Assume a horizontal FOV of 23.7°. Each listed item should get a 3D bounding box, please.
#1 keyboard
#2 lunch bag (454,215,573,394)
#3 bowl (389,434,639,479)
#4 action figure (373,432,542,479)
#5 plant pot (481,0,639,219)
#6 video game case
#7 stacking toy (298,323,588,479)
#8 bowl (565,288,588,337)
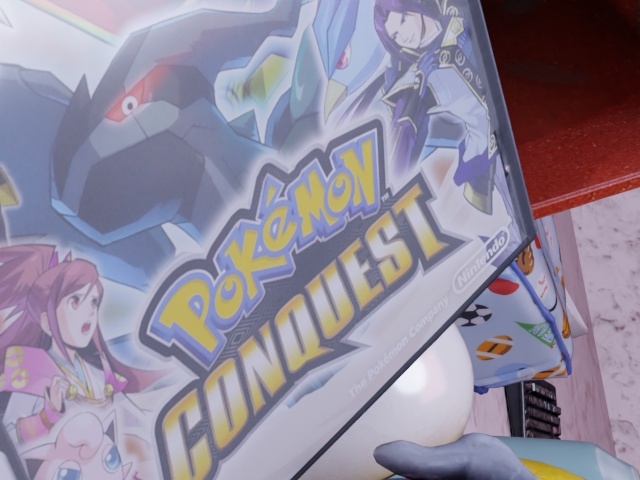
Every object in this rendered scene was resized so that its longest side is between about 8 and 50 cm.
[{"bbox_3d":[0.256,0.179,1.820,0.317,0.033,0.201,31,50,-73],"label":"keyboard"},{"bbox_3d":[0.136,-0.019,1.311,0.303,0.115,0.243,59,23,-54],"label":"lunch bag"},{"bbox_3d":[0.163,0.259,1.032,0.311,0.163,0.311,-18,90,-81],"label":"bowl"},{"bbox_3d":[0.036,0.253,0.403,0.370,0.275,0.248,-89,166,-52],"label":"action figure"},{"bbox_3d":[0.005,-0.164,0.626,0.236,0.267,0.267,-103,175,-59],"label":"plant pot"},{"bbox_3d":[-0.046,-0.028,0.442,0.275,0.035,0.248,-41,128,-33],"label":"video game case"},{"bbox_3d":[0.084,0.227,0.719,0.480,0.350,0.350,63,11,10],"label":"stacking toy"},{"bbox_3d":[0.256,0.053,1.794,0.142,0.053,0.142,65,12,21],"label":"bowl"}]
